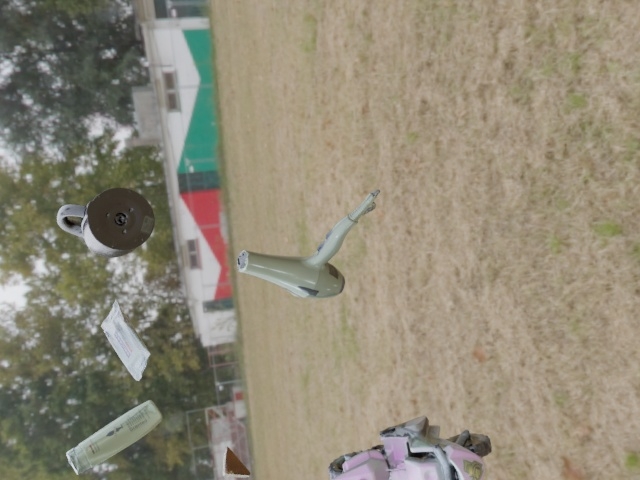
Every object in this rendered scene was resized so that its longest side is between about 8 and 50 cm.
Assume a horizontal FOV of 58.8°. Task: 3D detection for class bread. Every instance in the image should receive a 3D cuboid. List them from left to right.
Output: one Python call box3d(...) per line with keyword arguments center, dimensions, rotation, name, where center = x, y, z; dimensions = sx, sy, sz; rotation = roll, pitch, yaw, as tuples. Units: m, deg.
box3d(center=(-0.260, 0.662, 1.658), dimensions=(0.109, 0.062, 0.043), rotation=(47, 142, 12), name="bread")

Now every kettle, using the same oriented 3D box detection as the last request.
box3d(center=(-0.514, -0.029, 1.342), dimensions=(0.232, 0.202, 0.143), rotation=(-23, 57, 58), name="kettle")

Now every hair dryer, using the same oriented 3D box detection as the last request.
box3d(center=(-0.020, 0.005, 0.781), dimensions=(0.067, 0.167, 0.199), rotation=(-112, 35, -43), name="hair dryer")

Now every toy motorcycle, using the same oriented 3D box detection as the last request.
box3d(center=(0.174, 0.434, 1.091), dimensions=(0.188, 0.328, 0.143), rotation=(-36, -66, -87), name="toy motorcycle")

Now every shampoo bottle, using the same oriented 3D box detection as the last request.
box3d(center=(-0.470, 0.450, 1.306), dimensions=(0.072, 0.213, 0.049), rotation=(44, 143, 24), name="shampoo bottle")

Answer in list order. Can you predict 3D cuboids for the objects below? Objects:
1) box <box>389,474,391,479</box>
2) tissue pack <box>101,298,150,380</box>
box3d(center=(0.116, 0.691, 1.253), dimensions=(0.145, 0.332, 0.173), rotation=(-11, 127, 42), name="box")
box3d(center=(-0.512, 0.265, 1.499), dimensions=(0.193, 0.026, 0.122), rotation=(51, 125, 18), name="tissue pack")
